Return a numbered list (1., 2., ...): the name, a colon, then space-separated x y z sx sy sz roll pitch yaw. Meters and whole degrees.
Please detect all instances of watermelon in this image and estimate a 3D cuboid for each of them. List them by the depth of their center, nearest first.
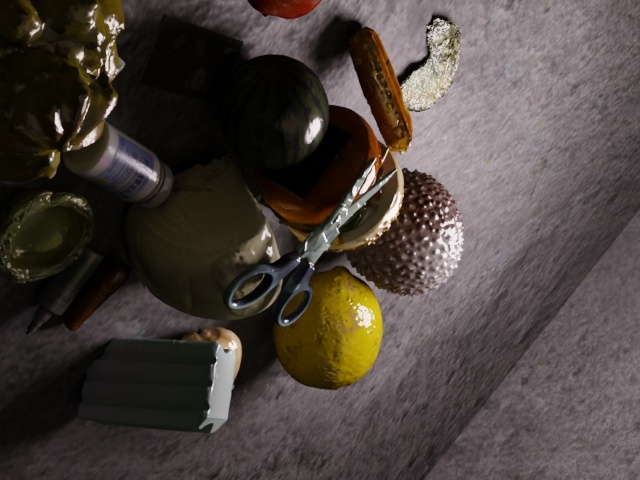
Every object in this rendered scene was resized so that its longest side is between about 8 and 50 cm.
1. watermelon: -0.085 -0.233 1.702 0.212 0.212 0.212 -29 138 -29

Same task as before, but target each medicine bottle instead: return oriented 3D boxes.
1. medicine bottle: -0.343 -0.128 1.594 0.103 0.103 0.186 -53 144 1
2. medicine bottle: -0.471 0.092 1.679 0.199 0.057 0.057 -52 144 1

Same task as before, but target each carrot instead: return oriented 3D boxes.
1. carrot: -0.425 0.100 1.748 0.161 0.055 0.055 -46 144 4

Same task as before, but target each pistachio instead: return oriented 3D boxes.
1. pistachio: -0.247 0.280 2.011 0.157 0.157 0.229 -23 147 -35

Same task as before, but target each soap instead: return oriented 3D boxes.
1. soap: -0.326 0.289 1.858 0.095 0.289 0.173 46 47 -63

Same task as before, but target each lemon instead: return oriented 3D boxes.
1. lemon: 0.019 0.202 2.155 0.258 0.258 0.310 -11 125 -42

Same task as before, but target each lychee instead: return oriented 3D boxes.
1. lychee: 0.189 -0.013 2.119 0.300 0.300 0.300 -29 138 -29

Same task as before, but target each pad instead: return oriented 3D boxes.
1. pad: -0.227 -0.317 1.646 0.190 0.004 0.127 7 115 -50

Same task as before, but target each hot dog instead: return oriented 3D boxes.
1. hot dog: 0.125 -0.301 1.884 0.072 0.115 0.269 -19 100 11

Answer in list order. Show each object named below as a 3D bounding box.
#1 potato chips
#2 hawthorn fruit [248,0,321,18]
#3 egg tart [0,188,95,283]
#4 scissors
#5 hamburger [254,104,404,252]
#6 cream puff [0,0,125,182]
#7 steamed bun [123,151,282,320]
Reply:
1. potato chips: 0.250 -0.391 2.093 0.202 0.029 0.220 -1 123 -48
2. hawthorn fruit: -0.066 -0.464 1.569 0.185 0.185 0.202 -22 152 -35
3. egg tart: -0.476 -0.014 1.569 0.197 0.078 0.197 -30 141 -28
4. scissors: 0.000 0.000 1.710 0.383 0.029 0.256 -49 149 5
5. hamburger: 0.022 -0.116 1.861 0.291 0.291 0.225 -48 145 -6
6. cream puff: -0.420 -0.247 1.266 0.378 0.275 0.378 -26 134 -30
7. steamed bun: -0.226 0.021 1.763 0.272 0.273 0.290 -27 136 -7
